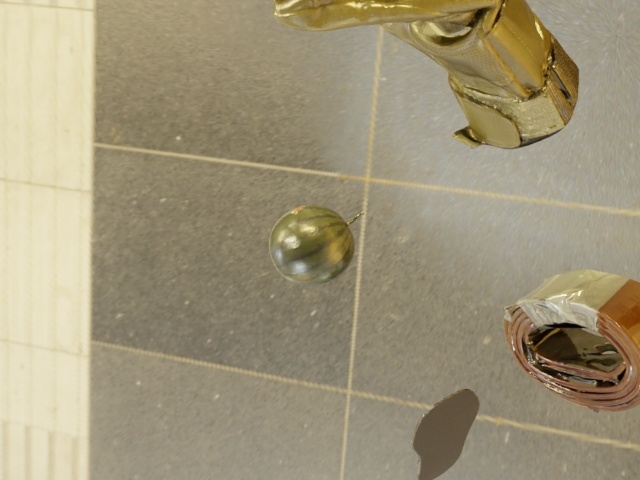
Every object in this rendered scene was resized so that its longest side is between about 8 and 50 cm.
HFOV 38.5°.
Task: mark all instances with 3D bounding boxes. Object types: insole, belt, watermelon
[{"bbox_3d":[0.173,0.279,1.285,0.111,0.328,0.007,-27,60,-12],"label":"insole"},{"bbox_3d":[0.361,0.131,1.227,0.105,0.261,0.184,-30,107,-23],"label":"belt"},{"bbox_3d":[0.000,0.000,1.176,0.133,0.105,0.105,-28,92,8],"label":"watermelon"}]

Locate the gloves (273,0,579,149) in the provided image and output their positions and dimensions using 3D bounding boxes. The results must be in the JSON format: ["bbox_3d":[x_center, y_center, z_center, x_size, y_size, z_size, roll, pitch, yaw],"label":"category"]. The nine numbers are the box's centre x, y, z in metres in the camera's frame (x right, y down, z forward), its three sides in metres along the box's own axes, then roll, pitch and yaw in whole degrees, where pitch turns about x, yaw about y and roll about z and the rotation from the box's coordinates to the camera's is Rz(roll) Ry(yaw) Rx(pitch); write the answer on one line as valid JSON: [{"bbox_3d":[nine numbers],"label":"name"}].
[{"bbox_3d":[0.072,-0.197,0.696,0.331,0.154,0.141,35,135,-30],"label":"gloves"}]
